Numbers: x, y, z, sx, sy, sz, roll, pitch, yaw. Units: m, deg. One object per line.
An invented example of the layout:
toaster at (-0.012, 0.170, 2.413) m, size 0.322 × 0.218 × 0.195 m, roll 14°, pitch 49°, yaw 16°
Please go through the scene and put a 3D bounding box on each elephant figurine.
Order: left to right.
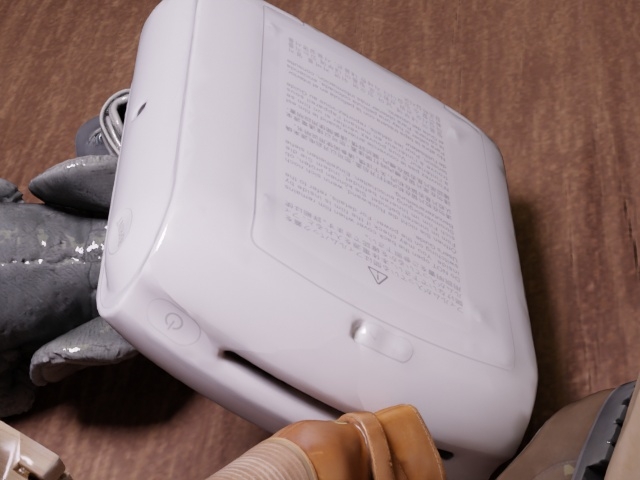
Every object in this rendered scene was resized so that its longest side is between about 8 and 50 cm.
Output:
elephant figurine at (-0.141, 0.016, 1.104) m, size 0.239 × 0.169 × 0.186 m, roll -8°, pitch 29°, yaw 21°

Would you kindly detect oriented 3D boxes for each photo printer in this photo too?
photo printer at (0.000, 0.000, 1.014) m, size 0.107 × 0.256 × 0.307 m, roll -52°, pitch 22°, yaw 29°

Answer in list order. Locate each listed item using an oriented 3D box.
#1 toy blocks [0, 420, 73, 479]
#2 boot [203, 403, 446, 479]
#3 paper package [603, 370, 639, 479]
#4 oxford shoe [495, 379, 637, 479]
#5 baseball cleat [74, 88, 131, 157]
toy blocks at (-0.225, 0.115, 0.859) m, size 0.261 × 0.381 × 0.191 m, roll 27°, pitch 63°, yaw 27°
boot at (0.011, 0.181, 0.837) m, size 0.073 × 0.197 × 0.152 m, roll 5°, pitch 14°, yaw 38°
paper package at (0.312, 0.077, 0.694) m, size 0.325 × 0.168 × 0.309 m, roll 25°, pitch 36°, yaw 23°
oxford shoe at (0.109, 0.167, 0.880) m, size 0.096 × 0.083 × 0.227 m, roll -17°, pitch 27°, yaw 53°
baseball cleat at (-0.137, -0.076, 1.289) m, size 0.072 × 0.109 × 0.206 m, roll -35°, pitch 35°, yaw -16°
